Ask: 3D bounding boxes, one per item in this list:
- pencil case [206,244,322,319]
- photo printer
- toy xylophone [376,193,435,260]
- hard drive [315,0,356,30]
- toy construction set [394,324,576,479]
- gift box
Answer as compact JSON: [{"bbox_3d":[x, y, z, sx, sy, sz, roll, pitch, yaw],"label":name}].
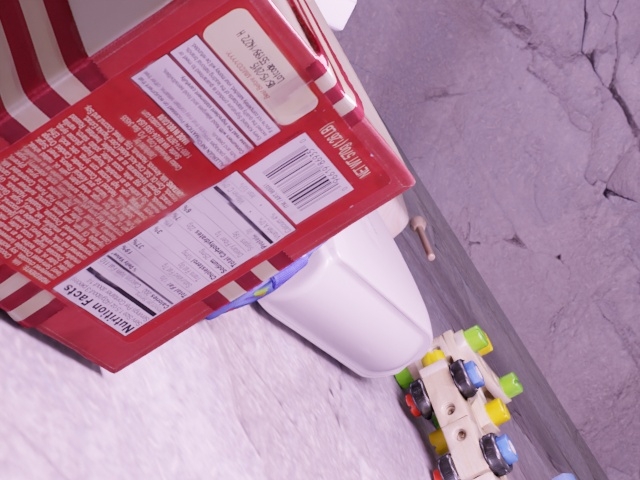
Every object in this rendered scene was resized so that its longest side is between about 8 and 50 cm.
[{"bbox_3d":[-0.116,-0.086,0.918,0.306,0.119,0.133,56,-18,-10],"label":"pencil case"},{"bbox_3d":[0.000,0.000,1.249,0.307,0.107,0.256,41,19,-57],"label":"photo printer"},{"bbox_3d":[0.080,-0.067,1.884,0.236,0.081,0.322,56,11,-10],"label":"toy xylophone"},{"bbox_3d":[-0.163,-0.272,0.931,0.353,0.047,0.233,16,18,-38],"label":"hard drive"},{"bbox_3d":[0.201,0.234,1.439,0.327,0.151,0.215,52,4,39],"label":"toy construction set"},{"bbox_3d":[-0.103,-0.119,0.695,0.258,0.276,0.255,63,7,35],"label":"gift box"}]
